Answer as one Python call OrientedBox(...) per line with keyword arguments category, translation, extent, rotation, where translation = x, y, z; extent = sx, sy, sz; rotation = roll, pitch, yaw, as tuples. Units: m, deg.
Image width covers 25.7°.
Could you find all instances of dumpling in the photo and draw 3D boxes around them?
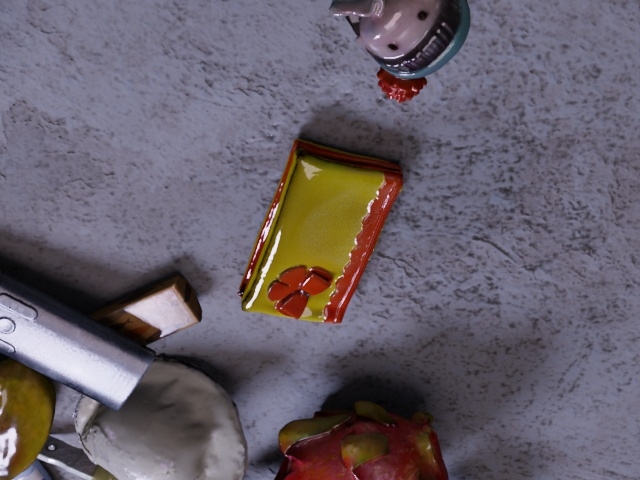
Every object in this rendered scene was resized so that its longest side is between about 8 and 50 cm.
OrientedBox(category="dumpling", translation=(-0.198, 0.237, 1.802), extent=(0.247, 0.142, 0.172), rotation=(21, 94, 14))

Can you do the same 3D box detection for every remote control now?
OrientedBox(category="remote control", translation=(-0.388, 0.086, 1.698), extent=(0.377, 0.044, 0.107), rotation=(29, 115, -14))

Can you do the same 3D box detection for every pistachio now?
OrientedBox(category="pistachio", translation=(-0.396, 0.220, 1.805), extent=(0.110, 0.100, 0.189), rotation=(-5, 123, -26))

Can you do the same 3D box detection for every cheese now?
OrientedBox(category="cheese", translation=(-0.276, 0.314, 1.856), extent=(0.255, 0.127, 0.050), rotation=(19, 125, 10))

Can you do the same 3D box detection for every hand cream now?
OrientedBox(category="hand cream", translation=(-0.392, 0.338, 1.932), extent=(0.065, 0.043, 0.171), rotation=(-11, 133, 14))

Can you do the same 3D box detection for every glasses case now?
OrientedBox(category="glasses case", translation=(-0.234, 0.100, 1.744), extent=(0.170, 0.041, 0.065), rotation=(-24, 115, 16))

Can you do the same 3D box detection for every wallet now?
OrientedBox(category="wallet", translation=(0.000, 0.000, 1.655), extent=(0.141, 0.067, 0.241), rotation=(12, 127, -13))

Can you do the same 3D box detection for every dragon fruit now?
OrientedBox(category="dragon fruit", translation=(0.032, 0.338, 1.825), extent=(0.243, 0.227, 0.307), rotation=(22, 128, -12))

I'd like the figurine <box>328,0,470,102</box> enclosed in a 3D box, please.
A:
OrientedBox(category="figurine", translation=(0.041, -0.255, 1.432), extent=(0.245, 0.110, 0.138), rotation=(35, 130, -22))
